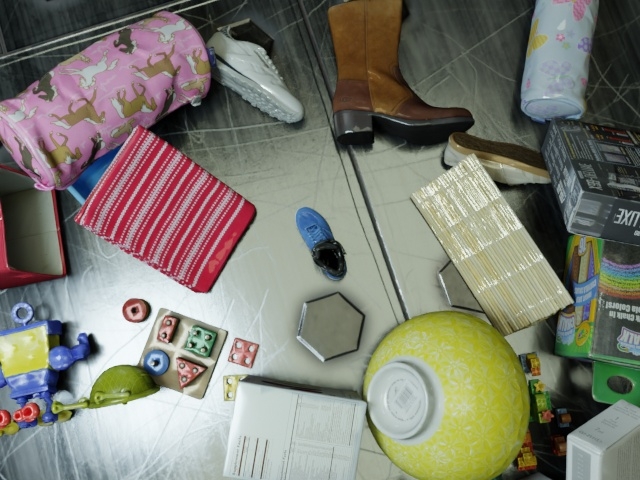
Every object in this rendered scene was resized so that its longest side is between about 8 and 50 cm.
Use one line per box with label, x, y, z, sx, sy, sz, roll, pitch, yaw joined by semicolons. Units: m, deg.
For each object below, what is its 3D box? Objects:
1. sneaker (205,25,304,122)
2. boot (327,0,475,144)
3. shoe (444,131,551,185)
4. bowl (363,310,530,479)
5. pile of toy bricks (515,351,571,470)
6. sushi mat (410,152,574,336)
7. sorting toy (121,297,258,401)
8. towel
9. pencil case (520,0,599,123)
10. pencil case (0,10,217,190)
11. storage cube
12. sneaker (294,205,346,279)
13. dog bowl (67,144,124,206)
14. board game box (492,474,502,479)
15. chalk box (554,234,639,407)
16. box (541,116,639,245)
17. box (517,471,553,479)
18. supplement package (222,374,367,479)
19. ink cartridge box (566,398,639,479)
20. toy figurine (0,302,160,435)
sneaker;-0.116;-0.312;1.323;0.235;0.090;0.095;37;74;4
boot;0.149;-0.321;1.332;0.264;0.096;0.280;-3;74;8
shoe;0.334;-0.142;1.303;0.219;0.076;0.058;16;127;-2
bowl;0.166;0.251;1.123;0.289;0.156;0.289;-9;77;40
pile of toy bricks;0.370;0.286;1.213;0.118;0.105;0.212;-9;82;0
sushi mat;0.299;0.013;1.257;0.151;0.019;0.316;-37;81;31
sorting toy;-0.245;0.206;1.267;0.275;0.046;0.132;20;83;4
towel;-0.258;-0.045;1.234;0.275;0.031;0.198;36;82;-34
pencil case;0.447;-0.357;1.300;0.124;0.113;0.273;10;82;-7
pencil case;-0.362;-0.242;1.211;0.167;0.160;0.386;40;61;17
storage cube;-0.585;-0.010;1.227;0.193;0.215;0.183;-12;82;6
sneaker;0.001;0.000;1.272;0.058;0.084;0.152;-26;82;-2
dog bowl;-0.424;-0.156;1.309;0.166;0.074;0.297;-43;84;-5
board game box;0.267;0.359;1.194;0.026;0.126;0.186;-3;81;-11
chalk box;0.517;0.134;1.197;0.180;0.179;0.288;11;83;2
box;0.516;-0.097;1.175;0.243;0.307;0.076;10;122;1
box;0.355;0.456;1.191;0.101;0.102;0.087;-21;81;-2
supplement package;-0.041;0.314;1.168;0.203;0.194;0.149;9;82;-1
ink cartridge box;0.504;0.394;1.139;0.261;0.066;0.296;-19;114;-29
toy figurine;-0.481;0.201;1.207;0.363;0.191;0.217;-14;76;2
